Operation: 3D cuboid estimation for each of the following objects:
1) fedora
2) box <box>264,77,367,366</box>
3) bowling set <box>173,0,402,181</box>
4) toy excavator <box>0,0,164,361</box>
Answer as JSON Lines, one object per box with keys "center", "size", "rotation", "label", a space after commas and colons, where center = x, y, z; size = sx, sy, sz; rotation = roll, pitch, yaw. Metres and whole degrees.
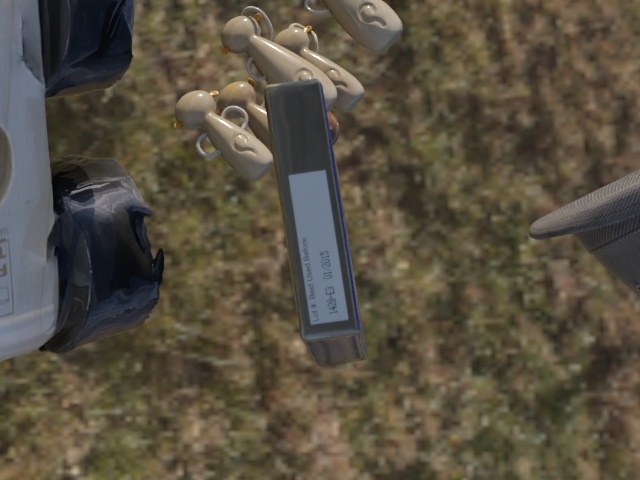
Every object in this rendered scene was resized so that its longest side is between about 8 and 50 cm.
{"center": [0.309, -0.012, 1.338], "size": [0.243, 0.275, 0.124], "rotation": [-24, 88, -32], "label": "fedora"}
{"center": [0.000, 0.000, 0.971], "size": [0.225, 0.036, 0.136], "rotation": [66, 15, -81], "label": "box"}
{"center": [-0.051, -0.174, 1.927], "size": [0.287, 0.154, 0.200], "rotation": [-45, 169, -19], "label": "bowling set"}
{"center": [-0.315, -0.006, 0.985], "size": [0.222, 0.445, 0.433], "rotation": [-18, 114, -41], "label": "toy excavator"}
